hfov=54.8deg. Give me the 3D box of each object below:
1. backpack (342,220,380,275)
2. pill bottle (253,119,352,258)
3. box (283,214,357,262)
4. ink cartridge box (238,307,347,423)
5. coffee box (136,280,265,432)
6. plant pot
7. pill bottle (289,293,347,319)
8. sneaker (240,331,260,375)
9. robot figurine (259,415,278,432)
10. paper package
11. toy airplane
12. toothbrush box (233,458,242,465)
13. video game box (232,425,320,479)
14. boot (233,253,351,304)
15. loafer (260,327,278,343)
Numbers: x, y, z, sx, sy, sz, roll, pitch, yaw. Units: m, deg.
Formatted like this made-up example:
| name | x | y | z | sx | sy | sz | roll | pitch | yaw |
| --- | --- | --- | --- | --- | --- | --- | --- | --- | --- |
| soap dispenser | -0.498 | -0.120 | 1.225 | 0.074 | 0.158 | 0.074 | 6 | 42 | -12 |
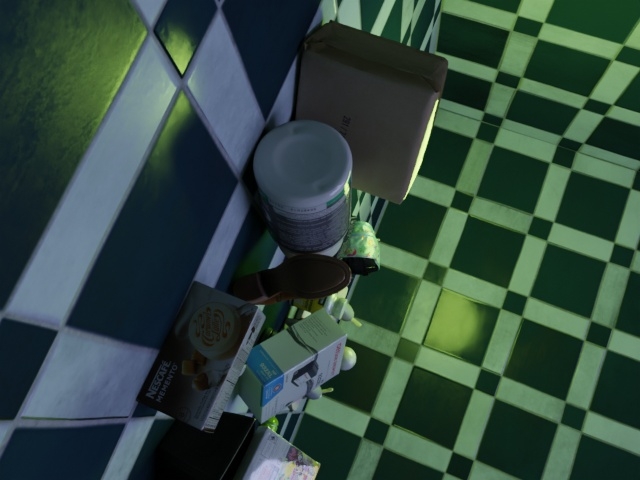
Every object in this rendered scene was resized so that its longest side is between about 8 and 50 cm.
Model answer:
| name | x | y | z | sx | sy | sz | roll | pitch | yaw |
| --- | --- | --- | --- | --- | --- | --- | --- | --- | --- |
| backpack | 0.106 | 0.030 | 2.263 | 0.253 | 0.225 | 0.191 | 37 | 52 | -75 |
| pill bottle | -0.031 | -0.089 | 1.390 | 0.361 | 0.204 | 0.204 | 86 | 27 | -65 |
| box | 0.000 | 0.000 | 1.850 | 0.108 | 0.153 | 0.207 | -13 | 122 | -77 |
| ink cartridge box | -0.083 | 0.371 | 1.844 | 0.307 | 0.129 | 0.223 | -27 | 145 | -30 |
| coffee box | -0.223 | 0.223 | 1.188 | 0.098 | 0.141 | 0.247 | 80 | 33 | -71 |
| plant pot | -0.267 | 0.492 | 1.396 | 0.187 | 0.166 | 0.188 | -56 | 162 | -50 |
| pill bottle | -0.007 | 0.202 | 2.104 | 0.103 | 0.184 | 0.103 | 20 | 90 | -80 |
| sneaker | -0.203 | 0.223 | 1.411 | 0.268 | 0.101 | 0.153 | 93 | 18 | -74 |
| robot figurine | -0.206 | 0.738 | 2.418 | 0.101 | 0.067 | 0.115 | 57 | 53 | -66 |
| paper package | 0.105 | -0.289 | 1.418 | 0.325 | 0.309 | 0.168 | 101 | 15 | -46 |
| toy airplane | 0.004 | 0.382 | 2.255 | 0.384 | 0.272 | 0.386 | -40 | 149 | -68 |
| toothbrush box | -0.187 | 0.583 | 1.609 | 0.216 | 0.295 | 0.126 | 87 | 24 | -67 |
| video game box | -0.111 | 0.560 | 1.408 | 0.048 | 0.187 | 0.205 | -19 | -144 | 49 |
| boot | -0.055 | 0.104 | 1.494 | 0.220 | 0.283 | 0.109 | 27 | 47 | -79 |
| loafer | -0.145 | 0.372 | 1.996 | 0.268 | 0.084 | 0.096 | 92 | 19 | -58 |
